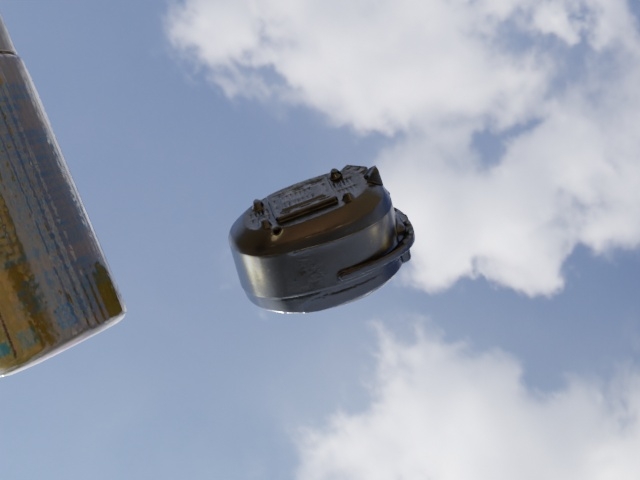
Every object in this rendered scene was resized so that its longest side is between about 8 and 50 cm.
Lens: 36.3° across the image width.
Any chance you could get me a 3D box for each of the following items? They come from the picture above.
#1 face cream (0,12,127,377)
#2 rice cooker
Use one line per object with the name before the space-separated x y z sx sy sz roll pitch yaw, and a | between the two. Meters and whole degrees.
face cream | -0.235 -0.056 0.684 0.067 0.139 0.285 -19 -85 27
rice cooker | 0.000 0.000 0.888 0.165 0.106 0.112 -25 -151 -2
